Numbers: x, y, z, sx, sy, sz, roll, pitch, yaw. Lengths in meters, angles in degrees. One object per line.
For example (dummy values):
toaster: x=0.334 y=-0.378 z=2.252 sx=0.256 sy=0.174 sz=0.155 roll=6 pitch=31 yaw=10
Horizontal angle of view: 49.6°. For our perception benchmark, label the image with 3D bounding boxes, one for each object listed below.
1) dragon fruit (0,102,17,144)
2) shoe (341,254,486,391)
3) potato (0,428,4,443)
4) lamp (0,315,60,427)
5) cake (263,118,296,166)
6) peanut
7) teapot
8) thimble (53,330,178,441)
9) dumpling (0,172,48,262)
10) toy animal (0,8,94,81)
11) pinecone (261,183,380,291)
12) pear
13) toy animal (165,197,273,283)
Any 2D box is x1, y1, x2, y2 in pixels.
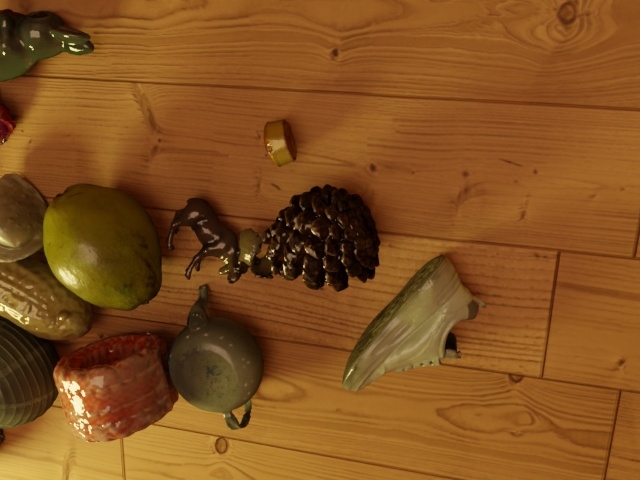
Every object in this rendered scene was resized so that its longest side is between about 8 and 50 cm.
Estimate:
dragon fruit: x=-0.668 y=-0.246 z=1.385 sx=0.112 sy=0.068 sz=0.126 roll=2 pitch=152 yaw=-23
shoe: x=0.179 y=0.183 z=1.269 sx=0.159 sy=0.124 sz=0.316 roll=34 pitch=112 yaw=-4
potato: x=-0.893 y=0.496 z=1.580 sx=0.229 sy=0.266 sz=0.229 roll=3 pitch=106 yaw=11
lamp: x=-0.687 y=0.276 z=1.472 sx=0.233 sy=0.233 sz=0.265 roll=-34 pitch=91 yaw=22
cake: x=-0.073 y=-0.175 z=1.242 sx=0.044 sy=0.084 sz=0.084 roll=-12 pitch=103 yaw=13
peanut: x=-0.615 y=0.106 z=1.443 sx=0.313 sy=0.152 sz=0.152 roll=26 pitch=112 yaw=-2
teapot: x=-0.205 y=0.244 z=1.387 sx=0.193 sy=0.129 sz=0.294 roll=-16 pitch=104 yaw=19
thimble: x=-0.411 y=0.288 z=1.398 sx=0.239 sy=0.239 sz=0.162 roll=-9 pitch=101 yaw=18
dumpling: x=-0.621 y=-0.042 z=1.411 sx=0.150 sy=0.176 sz=0.092 roll=17 pitch=129 yaw=-25
toy animal: x=-0.547 y=-0.377 z=1.307 sx=0.251 sy=0.127 sz=0.125 roll=-8 pitch=93 yaw=3
pinecone: x=0.003 y=0.003 z=1.225 sx=0.204 sy=0.179 sz=0.184 roll=-30 pitch=55 yaw=26
pear: x=-0.414 y=0.015 z=1.329 sx=0.212 sy=0.212 sz=0.269 roll=-33 pitch=101 yaw=22
toy animal: x=-0.189 y=0.008 z=1.325 sx=0.186 sy=0.094 sz=0.214 roll=-31 pitch=94 yaw=19
